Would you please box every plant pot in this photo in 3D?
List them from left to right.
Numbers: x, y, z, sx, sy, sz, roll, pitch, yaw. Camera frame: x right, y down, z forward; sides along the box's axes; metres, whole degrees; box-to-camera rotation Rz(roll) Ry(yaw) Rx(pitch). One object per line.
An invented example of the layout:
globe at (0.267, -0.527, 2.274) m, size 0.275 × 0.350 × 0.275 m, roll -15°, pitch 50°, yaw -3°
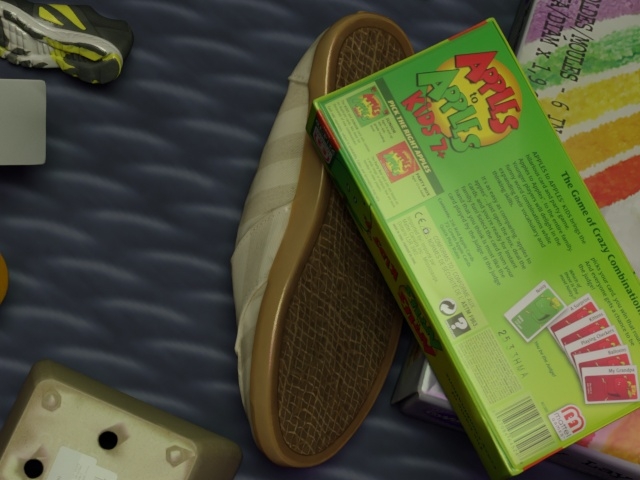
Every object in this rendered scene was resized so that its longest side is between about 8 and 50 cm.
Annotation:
plant pot at (-0.100, 0.114, 0.655) m, size 0.109 × 0.096 × 0.109 m, roll 24°, pitch 75°, yaw -1°

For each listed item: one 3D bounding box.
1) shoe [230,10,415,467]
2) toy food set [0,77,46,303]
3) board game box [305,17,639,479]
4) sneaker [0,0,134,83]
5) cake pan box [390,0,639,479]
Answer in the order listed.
shoe at (0.000, 0.000, 0.720) m, size 0.076 × 0.058 × 0.219 m, roll 18°, pitch 77°, yaw -33°
toy food set at (-0.202, -0.081, 0.697) m, size 0.111 × 0.104 × 0.232 m, roll -5°, pitch 99°, yaw -40°
board game box at (0.076, 0.004, 0.661) m, size 0.092 × 0.043 × 0.181 m, roll -26°, pitch 81°, yaw -12°
sneaker at (-0.131, -0.103, 0.744) m, size 0.083 × 0.031 × 0.035 m, roll 23°, pitch 43°, yaw 9°
cake pan box at (0.191, -0.005, 0.732) m, size 0.245 × 0.070 × 0.267 m, roll 21°, pitch 75°, yaw -3°
